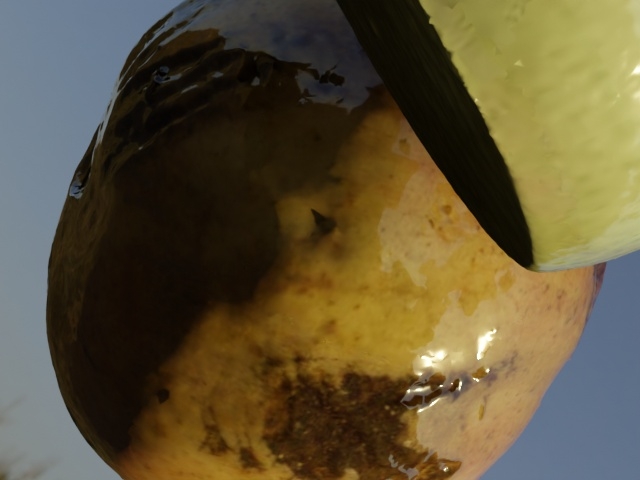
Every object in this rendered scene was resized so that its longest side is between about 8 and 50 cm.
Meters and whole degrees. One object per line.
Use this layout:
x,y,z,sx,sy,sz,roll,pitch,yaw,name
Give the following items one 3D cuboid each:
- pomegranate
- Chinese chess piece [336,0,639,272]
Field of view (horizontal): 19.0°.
0.000,0.000,1.018,0.322,0.322,0.322,50,-17,21,pomegranate
0.048,-0.103,0.585,0.238,0.092,0.238,59,0,0,Chinese chess piece
